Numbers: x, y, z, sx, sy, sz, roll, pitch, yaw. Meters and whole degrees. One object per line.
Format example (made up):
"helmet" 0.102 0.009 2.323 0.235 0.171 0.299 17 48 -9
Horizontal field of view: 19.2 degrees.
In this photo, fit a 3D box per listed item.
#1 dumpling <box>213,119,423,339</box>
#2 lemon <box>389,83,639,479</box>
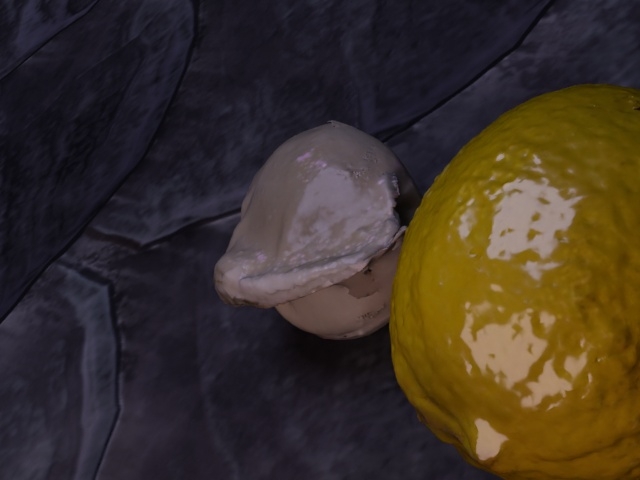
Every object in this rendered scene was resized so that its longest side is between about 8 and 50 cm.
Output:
"dumpling" 0.000 0.000 1.127 0.136 0.118 0.199 -35 8 7
"lemon" 0.124 0.023 0.879 0.181 0.181 0.193 -9 64 45
